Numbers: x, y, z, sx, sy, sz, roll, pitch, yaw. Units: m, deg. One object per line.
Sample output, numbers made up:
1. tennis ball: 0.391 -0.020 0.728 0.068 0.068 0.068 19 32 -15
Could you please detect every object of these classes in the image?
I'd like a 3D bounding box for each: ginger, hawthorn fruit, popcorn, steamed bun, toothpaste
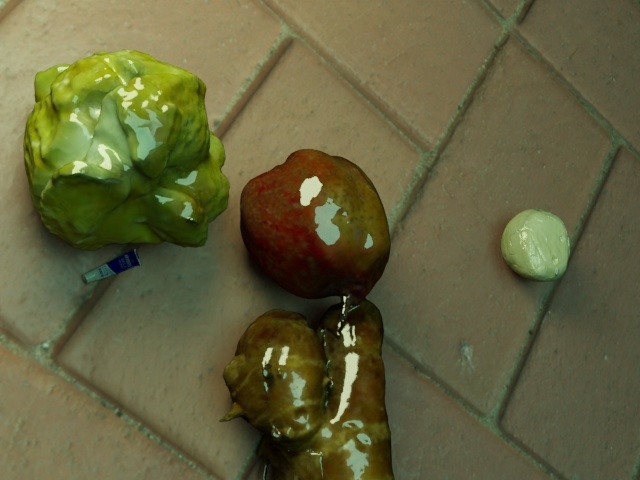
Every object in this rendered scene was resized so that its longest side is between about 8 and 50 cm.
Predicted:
1. ginger: -0.015 0.281 1.112 0.254 0.176 0.418 -1 78 -22
2. hawthorn fruit: 0.000 0.000 1.149 0.208 0.208 0.248 -12 66 -30
3. popcorn: -0.238 -0.111 1.037 0.277 0.276 0.225 4 44 -28
4. steamed bun: 0.370 0.012 1.422 0.113 0.091 0.129 0 78 -27
5. toothpaste: -0.284 0.036 1.102 0.083 0.015 0.024 -24 100 -35
